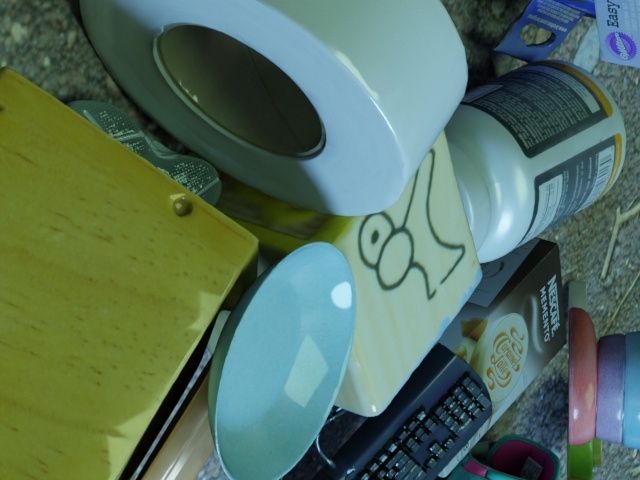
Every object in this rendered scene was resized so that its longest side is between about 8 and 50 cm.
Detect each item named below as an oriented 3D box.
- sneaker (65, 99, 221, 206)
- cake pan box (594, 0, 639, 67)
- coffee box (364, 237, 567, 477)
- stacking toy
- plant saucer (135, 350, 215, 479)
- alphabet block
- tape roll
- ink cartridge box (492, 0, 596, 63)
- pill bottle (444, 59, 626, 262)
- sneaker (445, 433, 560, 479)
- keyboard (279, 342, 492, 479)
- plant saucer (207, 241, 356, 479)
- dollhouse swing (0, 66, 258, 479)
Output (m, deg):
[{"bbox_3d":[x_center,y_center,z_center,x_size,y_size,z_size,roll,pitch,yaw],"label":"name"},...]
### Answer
[{"bbox_3d":[-0.152,-0.064,1.497,0.152,0.061,0.053,32,78,-36],"label":"sneaker"},{"bbox_3d":[0.337,-0.329,1.813,0.246,0.070,0.267,-45,138,-32],"label":"cake pan box"},{"bbox_3d":[0.149,0.108,1.973,0.246,0.098,0.141,-43,137,-38],"label":"coffee box"},{"bbox_3d":[0.347,0.209,2.177,0.279,0.130,0.309,-74,164,-63],"label":"stacking toy"},{"bbox_3d":[-0.099,0.149,1.520,0.200,0.037,0.200,-58,-178,3],"label":"plant saucer"},{"bbox_3d":[0.000,0.000,1.619,0.192,0.193,0.197,-51,141,-32],"label":"alphabet block"},{"bbox_3d":[-0.036,-0.145,1.417,0.100,0.286,0.286,-56,144,-22],"label":"tape roll"},{"bbox_3d":[0.278,-0.367,1.898,0.270,0.151,0.395,8,96,-56],"label":"ink cartridge box"},{"bbox_3d":[0.168,-0.071,1.865,0.278,0.162,0.162,-26,125,-47],"label":"pill bottle"},{"bbox_3d":[0.215,0.315,2.155,0.178,0.124,0.295,-59,145,-4],"label":"sneaker"},{"bbox_3d":[0.026,0.226,1.813,0.317,0.033,0.201,-48,132,-4],"label":"keyboard"},{"bbox_3d":[-0.038,0.090,1.433,0.195,0.037,0.195,-37,136,-48],"label":"plant saucer"},{"bbox_3d":[-0.247,0.115,1.431,0.315,0.305,0.347,35,71,-13],"label":"dollhouse swing"}]
